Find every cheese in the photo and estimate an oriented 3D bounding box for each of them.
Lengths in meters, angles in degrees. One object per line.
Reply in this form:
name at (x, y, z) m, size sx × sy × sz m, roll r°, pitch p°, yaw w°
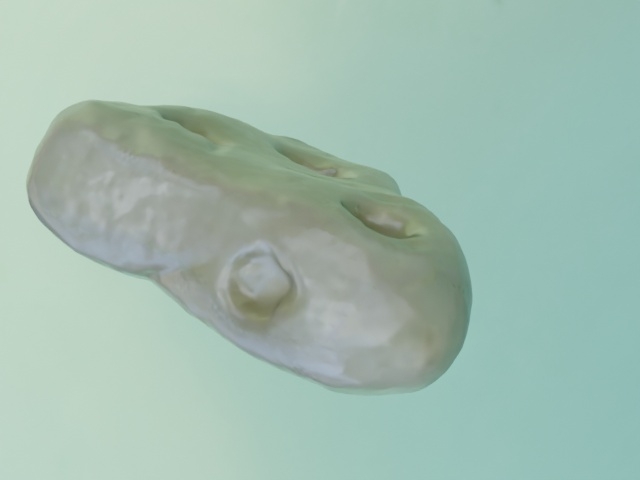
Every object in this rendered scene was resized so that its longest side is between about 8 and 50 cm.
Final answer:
cheese at (0.000, 0.000, 1.350) m, size 0.351 × 0.328 × 0.129 m, roll 25°, pitch 102°, yaw 26°
